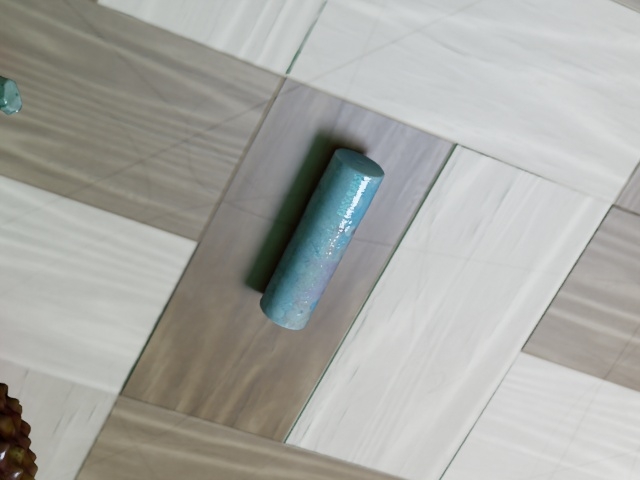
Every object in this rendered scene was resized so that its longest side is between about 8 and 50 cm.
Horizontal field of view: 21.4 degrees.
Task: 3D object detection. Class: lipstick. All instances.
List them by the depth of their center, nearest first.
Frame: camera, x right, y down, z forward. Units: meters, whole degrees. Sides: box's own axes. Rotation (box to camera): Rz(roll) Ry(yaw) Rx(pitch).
[{"bbox_3d":[0.000,0.000,1.436,0.048,0.048,0.158,17,115,-22],"label":"lipstick"}]

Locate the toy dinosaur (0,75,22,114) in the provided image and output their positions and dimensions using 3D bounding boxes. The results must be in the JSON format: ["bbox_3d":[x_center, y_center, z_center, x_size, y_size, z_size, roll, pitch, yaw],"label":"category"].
[{"bbox_3d":[-0.284,-0.154,1.255,0.129,0.076,0.383,12,112,7],"label":"toy dinosaur"}]

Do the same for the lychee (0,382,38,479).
[{"bbox_3d":[-0.364,0.210,1.320,0.306,0.306,0.330,-7,109,-10],"label":"lychee"}]
